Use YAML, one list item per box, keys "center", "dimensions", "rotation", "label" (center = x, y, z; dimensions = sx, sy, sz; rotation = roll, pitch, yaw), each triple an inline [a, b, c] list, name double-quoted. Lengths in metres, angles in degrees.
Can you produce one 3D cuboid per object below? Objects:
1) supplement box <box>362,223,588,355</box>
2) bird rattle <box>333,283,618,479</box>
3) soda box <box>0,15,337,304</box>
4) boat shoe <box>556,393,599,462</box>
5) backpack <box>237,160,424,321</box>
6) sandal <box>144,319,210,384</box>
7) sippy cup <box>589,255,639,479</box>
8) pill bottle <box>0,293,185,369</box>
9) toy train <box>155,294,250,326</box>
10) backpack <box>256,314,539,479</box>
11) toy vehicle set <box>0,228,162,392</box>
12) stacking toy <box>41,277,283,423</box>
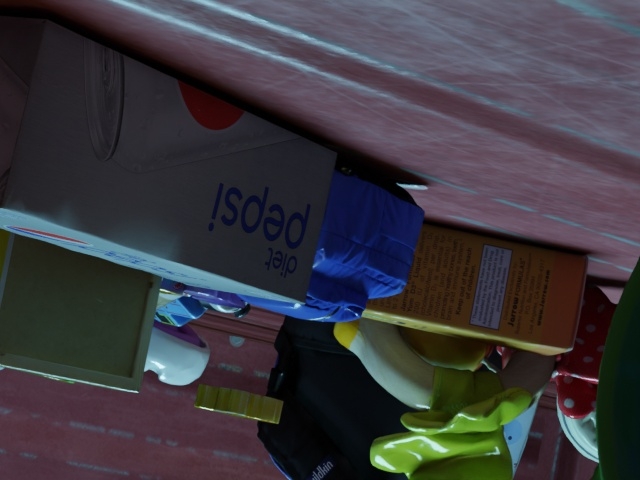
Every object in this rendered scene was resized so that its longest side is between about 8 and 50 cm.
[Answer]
- center: [0.073, 0.026, 1.440]
  dimensions: [0.233, 0.080, 0.078]
  rotation: [10, 174, -5]
  label: "supplement box"
- center: [0.129, 0.082, 1.537]
  dimensions: [0.207, 0.253, 0.143]
  rotation: [40, 145, 17]
  label: "bird rattle"
- center: [-0.105, -0.039, 1.050]
  dimensions: [0.091, 0.098, 0.286]
  rotation: [9, 173, 32]
  label: "soda box"
- center: [0.468, 0.203, 1.912]
  dimensions: [0.500, 0.187, 0.156]
  rotation: [16, 179, -2]
  label: "boat shoe"
- center: [0.000, 0.000, 1.227]
  dimensions: [0.098, 0.101, 0.120]
  rotation: [15, -179, 36]
  label: "backpack"
- center: [-0.260, -0.012, 1.596]
  dimensions: [0.416, 0.102, 0.169]
  rotation: [30, -179, -28]
  label: "sandal"
- center: [0.268, 0.083, 0.816]
  dimensions: [0.305, 0.240, 0.224]
  rotation: [6, 171, 38]
  label: "sippy cup"
- center: [-0.193, 0.027, 1.389]
  dimensions: [0.186, 0.112, 0.112]
  rotation: [-28, 160, 18]
  label: "pill bottle"
- center: [-0.110, 0.014, 1.509]
  dimensions: [0.105, 0.080, 0.184]
  rotation: [48, 163, -18]
  label: "toy train"
- center: [0.072, 0.155, 1.906]
  dimensions: [0.263, 0.276, 0.213]
  rotation: [23, -177, 44]
  label: "backpack"
- center: [-0.218, -0.016, 1.144]
  dimensions: [0.267, 0.166, 0.035]
  rotation: [14, 173, -23]
  label: "toy vehicle set"
- center: [-0.100, 0.023, 1.294]
  dimensions: [0.221, 0.167, 0.052]
  rotation: [17, 172, -40]
  label: "stacking toy"
